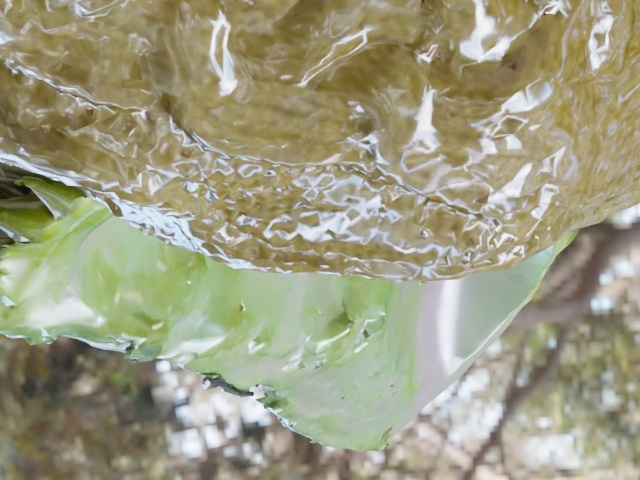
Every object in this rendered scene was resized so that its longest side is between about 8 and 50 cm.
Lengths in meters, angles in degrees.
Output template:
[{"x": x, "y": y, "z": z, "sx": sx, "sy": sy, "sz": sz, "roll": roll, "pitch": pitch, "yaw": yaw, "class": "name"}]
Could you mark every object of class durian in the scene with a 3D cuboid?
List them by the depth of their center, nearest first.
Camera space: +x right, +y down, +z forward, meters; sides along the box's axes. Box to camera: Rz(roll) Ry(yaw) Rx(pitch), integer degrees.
[{"x": -0.001, "y": -0.009, "z": 0.704, "sx": 0.157, "sy": 0.170, "sz": 0.355, "roll": 9, "pitch": 176, "yaw": 30, "class": "durian"}]

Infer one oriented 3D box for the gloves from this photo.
[{"x": 0.005, "y": -0.092, "z": 0.455, "sx": 0.356, "sy": 0.203, "sz": 0.155, "roll": 2, "pitch": -163, "yaw": -28, "class": "gloves"}]
